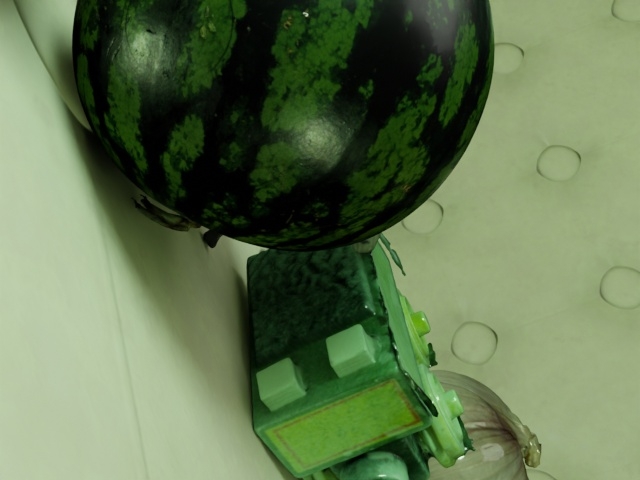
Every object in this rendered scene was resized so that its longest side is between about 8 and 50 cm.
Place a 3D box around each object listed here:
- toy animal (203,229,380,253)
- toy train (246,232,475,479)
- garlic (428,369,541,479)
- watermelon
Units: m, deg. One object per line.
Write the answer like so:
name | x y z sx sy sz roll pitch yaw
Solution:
toy animal | -0.036 -0.079 0.720 0.073 0.176 0.217 58 10 -68
toy train | 0.024 0.108 0.762 0.188 0.159 0.272 58 13 -35
garlic | 0.192 0.341 1.256 0.322 0.241 0.322 43 30 -32
watermelon | -0.018 -0.115 0.551 0.269 0.269 0.269 -21 90 -85
